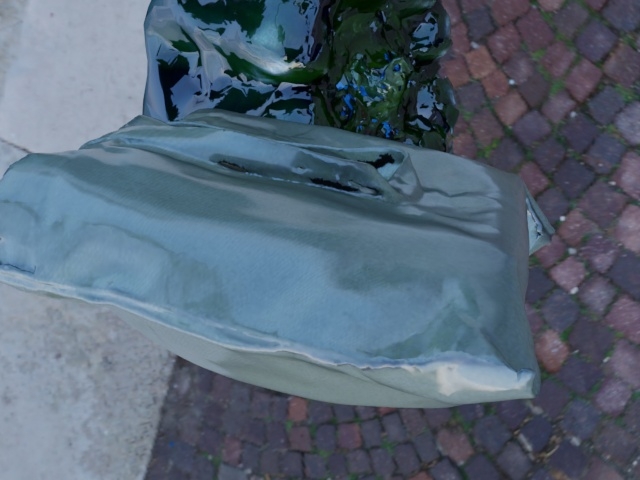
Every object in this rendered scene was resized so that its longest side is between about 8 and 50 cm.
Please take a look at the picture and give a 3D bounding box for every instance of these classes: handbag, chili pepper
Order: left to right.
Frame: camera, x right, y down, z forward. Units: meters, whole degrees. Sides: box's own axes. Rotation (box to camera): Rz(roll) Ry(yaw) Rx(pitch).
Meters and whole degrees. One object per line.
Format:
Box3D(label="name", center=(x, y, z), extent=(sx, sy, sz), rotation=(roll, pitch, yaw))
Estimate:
Box3D(label="chili pepper", center=(-0.026, -0.136, 0.811), extent=(0.257, 0.233, 0.248), rotation=(13, 100, 35))
Box3D(label="handbag", center=(-0.003, -0.002, 0.498), extent=(0.253, 0.316, 0.109), rotation=(15, 107, 11))
